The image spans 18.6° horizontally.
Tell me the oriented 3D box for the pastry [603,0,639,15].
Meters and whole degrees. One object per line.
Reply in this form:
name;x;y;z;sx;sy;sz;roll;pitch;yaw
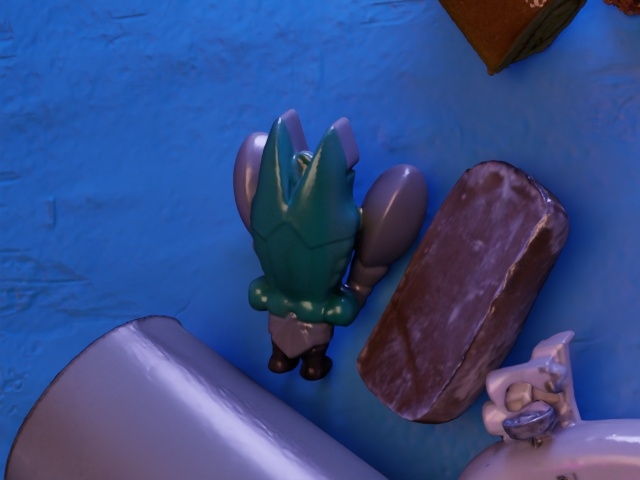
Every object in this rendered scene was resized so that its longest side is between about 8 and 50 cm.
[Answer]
pastry;0.288;-0.295;1.814;0.087;0.063;0.169;0;85;21

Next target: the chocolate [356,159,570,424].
chocolate;0.147;0.056;1.827;0.254;0.080;0.157;-62;30;6

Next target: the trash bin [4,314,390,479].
trash bin;-0.062;0.288;1.811;0.432;0.280;0.280;38;101;24

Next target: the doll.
doll;-0.018;-0.009;1.896;0.195;0.153;0.258;34;117;4

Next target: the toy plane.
toy plane;0.245;0.213;1.764;0.267;0.122;0.267;4;104;17

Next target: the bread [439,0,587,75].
bread;0.165;-0.262;1.837;0.172;0.103;0.132;55;136;17
